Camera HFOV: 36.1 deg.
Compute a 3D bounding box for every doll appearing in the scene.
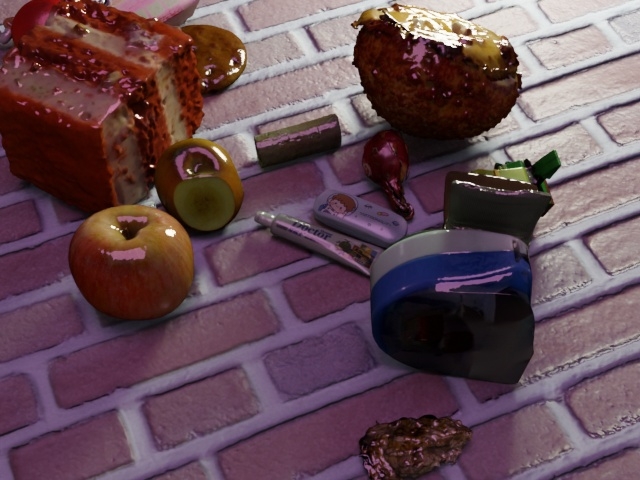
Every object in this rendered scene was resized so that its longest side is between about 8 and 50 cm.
[{"bbox_3d":[0.330,-0.091,1.764,0.186,0.134,0.106,-8,54,0],"label":"doll"},{"bbox_3d":[-0.596,-0.424,2.047,0.183,0.085,0.217,13,71,10],"label":"doll"}]

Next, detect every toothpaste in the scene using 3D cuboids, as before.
[{"bbox_3d":[0.000,0.000,1.754,0.255,0.037,0.067,22,51,11],"label":"toothpaste"}]

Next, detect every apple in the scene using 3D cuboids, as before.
[{"bbox_3d":[-0.311,0.038,1.641,0.209,0.164,0.209,3,41,-3],"label":"apple"},{"bbox_3d":[-0.220,-0.102,1.757,0.146,0.147,0.163,-19,56,-14],"label":"apple"}]

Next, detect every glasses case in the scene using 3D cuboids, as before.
[{"bbox_3d":[0.072,-0.040,1.776,0.178,0.045,0.067,22,55,16],"label":"glasses case"}]

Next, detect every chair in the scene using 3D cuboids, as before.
[{"bbox_3d":[0.275,-0.043,1.608,0.160,0.319,0.186,11,53,7],"label":"chair"}]

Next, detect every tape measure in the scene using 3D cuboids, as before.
[{"bbox_3d":[0.206,0.097,1.547,0.262,0.259,0.138,4,52,8],"label":"tape measure"}]

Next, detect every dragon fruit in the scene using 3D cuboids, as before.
[{"bbox_3d":[0.128,-0.124,1.821,0.094,0.094,0.190,-7,64,-6],"label":"dragon fruit"}]

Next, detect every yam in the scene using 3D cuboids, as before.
[{"bbox_3d":[-0.044,-0.189,1.880,0.169,0.068,0.068,-17,54,-8],"label":"yam"}]

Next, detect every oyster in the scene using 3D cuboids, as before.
[{"bbox_3d":[0.147,0.312,1.504,0.177,0.056,0.105,-3,45,2],"label":"oyster"}]

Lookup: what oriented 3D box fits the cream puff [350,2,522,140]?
[{"bbox_3d":[0.218,-0.309,1.866,0.350,0.229,0.350,10,25,-5],"label":"cream puff"}]

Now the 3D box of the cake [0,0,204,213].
[{"bbox_3d":[-0.402,-0.244,1.791,0.269,0.270,0.319,21,57,15],"label":"cake"}]

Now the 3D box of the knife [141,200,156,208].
[{"bbox_3d":[-0.304,-0.033,1.790,0.027,0.010,0.096,-14,56,-13],"label":"knife"}]

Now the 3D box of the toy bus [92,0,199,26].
[{"bbox_3d":[-0.391,-0.477,2.027,0.147,0.127,0.302,50,58,-2],"label":"toy bus"}]

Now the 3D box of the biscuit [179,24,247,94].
[{"bbox_3d":[-0.253,-0.381,2.042,0.212,0.036,0.212,1,52,-1],"label":"biscuit"}]
